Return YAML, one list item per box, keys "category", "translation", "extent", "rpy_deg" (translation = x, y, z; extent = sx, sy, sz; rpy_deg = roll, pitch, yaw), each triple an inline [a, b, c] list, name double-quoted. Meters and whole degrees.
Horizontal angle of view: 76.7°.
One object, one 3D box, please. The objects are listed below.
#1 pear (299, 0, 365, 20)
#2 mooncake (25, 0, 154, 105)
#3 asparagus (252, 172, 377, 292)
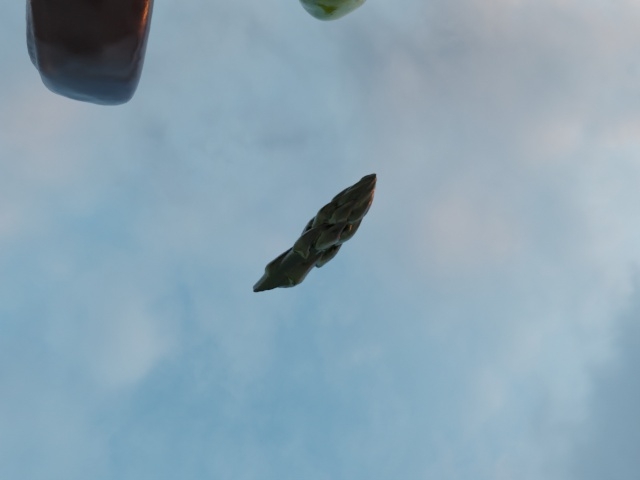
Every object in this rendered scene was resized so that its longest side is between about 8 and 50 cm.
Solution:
- category: "pear"
  translation: [0.016, -0.300, 0.457]
  extent: [0.092, 0.092, 0.097]
  rpy_deg: [47, -139, 15]
- category: "mooncake"
  translation: [-0.388, -0.420, 0.688]
  extent: [0.174, 0.326, 0.334]
  rpy_deg: [3, -131, -32]
- category: "asparagus"
  translation: [0.000, 0.000, 0.683]
  extent: [0.080, 0.080, 0.287]
  rpy_deg: [43, -81, 13]
